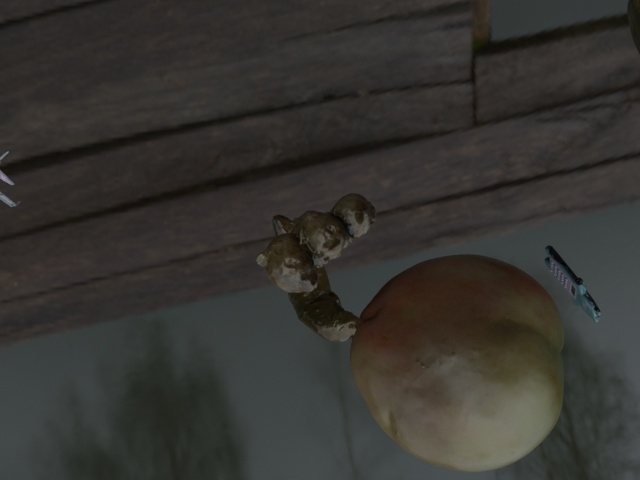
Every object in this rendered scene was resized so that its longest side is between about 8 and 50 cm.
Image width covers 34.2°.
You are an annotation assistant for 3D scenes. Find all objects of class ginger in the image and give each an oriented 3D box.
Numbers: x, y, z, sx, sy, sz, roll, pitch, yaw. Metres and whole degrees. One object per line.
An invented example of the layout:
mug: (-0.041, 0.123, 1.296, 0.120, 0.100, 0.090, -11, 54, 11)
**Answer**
ginger: (0.000, 0.000, 1.598, 0.204, 0.104, 0.080, -41, 163, -24)

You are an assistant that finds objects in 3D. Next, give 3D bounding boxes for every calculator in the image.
calculator: (0.406, 0.072, 1.680, 0.019, 0.141, 0.094, -33, 154, -5)

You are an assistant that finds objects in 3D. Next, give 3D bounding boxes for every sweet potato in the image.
sweet potato: (-0.015, 0.097, 2.050, 0.098, 0.310, 0.124, -23, 166, -30)

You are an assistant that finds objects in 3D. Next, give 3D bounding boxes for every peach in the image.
peach: (0.185, 0.157, 1.379, 0.292, 0.292, 0.247, 5, 172, -26)

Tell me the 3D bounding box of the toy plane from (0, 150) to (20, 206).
toy plane: (-0.525, -0.110, 1.562, 0.171, 0.065, 0.162, -6, 126, 40)

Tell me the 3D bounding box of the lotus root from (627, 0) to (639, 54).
lotus root: (0.411, -0.188, 1.080, 0.123, 0.241, 0.124, -39, 158, 28)
